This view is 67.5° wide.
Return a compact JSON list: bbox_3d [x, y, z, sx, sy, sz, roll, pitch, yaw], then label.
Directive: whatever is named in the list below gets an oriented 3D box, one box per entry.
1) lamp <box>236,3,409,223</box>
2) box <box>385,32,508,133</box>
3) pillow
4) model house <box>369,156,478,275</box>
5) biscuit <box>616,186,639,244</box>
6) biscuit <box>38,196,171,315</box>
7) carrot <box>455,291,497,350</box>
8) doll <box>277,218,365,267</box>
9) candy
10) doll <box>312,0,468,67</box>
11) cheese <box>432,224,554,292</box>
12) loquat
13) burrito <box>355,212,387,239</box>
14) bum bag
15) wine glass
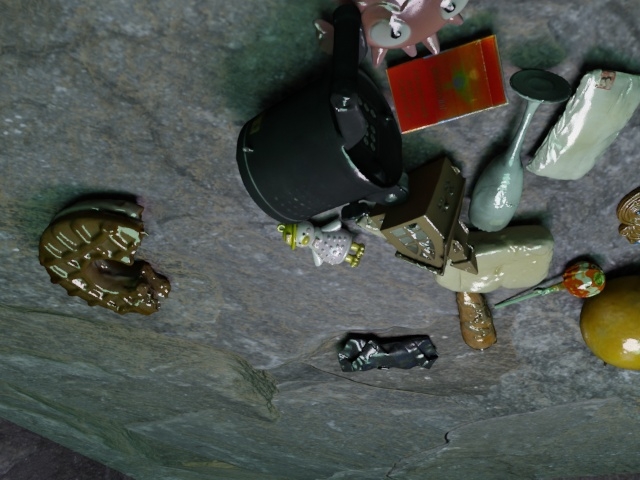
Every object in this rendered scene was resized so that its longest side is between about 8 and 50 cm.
[{"bbox_3d":[-0.012,-0.152,0.795,0.272,0.205,0.374,-8,153,20],"label":"lamp"},{"bbox_3d":[0.204,-0.250,0.778,0.175,0.048,0.112,-11,101,18],"label":"box"},{"bbox_3d":[0.470,-0.198,0.852,0.128,0.051,0.229,2,140,-9],"label":"pillow"},{"bbox_3d":[0.235,-0.004,0.969,0.176,0.181,0.248,-18,124,45],"label":"model house"},{"bbox_3d":[0.699,-0.052,1.017,0.124,0.026,0.175,-13,135,18],"label":"biscuit"},{"bbox_3d":[-0.516,0.048,1.147,0.268,0.115,0.366,6,137,-3],"label":"biscuit"},{"bbox_3d":[0.397,0.185,1.257,0.101,0.102,0.263,-14,132,18],"label":"carrot"},{"bbox_3d":[0.000,0.000,1.083,0.207,0.081,0.129,19,117,-13],"label":"doll"},{"bbox_3d":[0.565,0.124,1.207,0.078,0.084,0.287,33,140,-25],"label":"candy"},{"bbox_3d":[0.104,-0.344,0.680,0.262,0.093,0.211,-16,145,26],"label":"doll"},{"bbox_3d":[0.387,0.042,1.095,0.262,0.093,0.159,-8,134,14],"label":"cheese"},{"bbox_3d":[0.752,0.203,1.153,0.243,0.244,0.244,2,138,2],"label":"loquat"},{"bbox_3d":[0.165,-0.023,1.073,0.188,0.045,0.058,22,160,-22],"label":"burrito"},{"bbox_3d":[0.207,0.345,1.457,0.310,0.074,0.137,-2,125,-3],"label":"bum bag"},{"bbox_3d":[0.332,-0.087,0.826,0.096,0.264,0.310,10,139,7],"label":"wine glass"}]
